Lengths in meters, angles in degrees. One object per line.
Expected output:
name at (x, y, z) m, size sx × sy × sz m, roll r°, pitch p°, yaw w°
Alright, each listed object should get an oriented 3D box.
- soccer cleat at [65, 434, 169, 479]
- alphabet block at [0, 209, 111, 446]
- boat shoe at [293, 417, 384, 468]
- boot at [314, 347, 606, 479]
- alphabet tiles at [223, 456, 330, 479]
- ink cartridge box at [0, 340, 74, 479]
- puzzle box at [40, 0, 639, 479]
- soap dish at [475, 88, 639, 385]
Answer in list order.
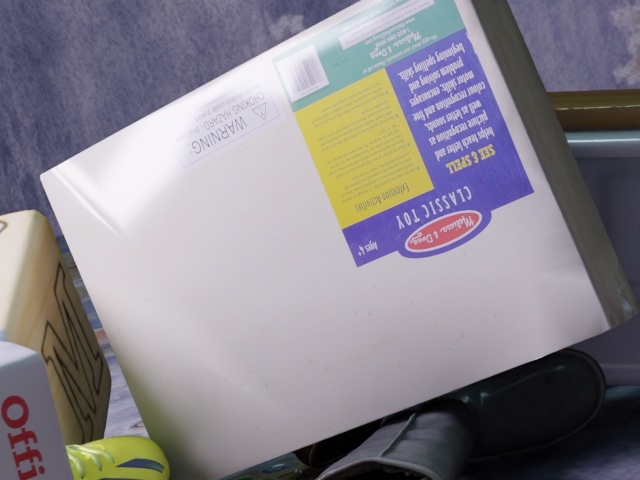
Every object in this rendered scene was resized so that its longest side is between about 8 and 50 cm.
soccer cleat at (-0.200, 0.182, 1.338) m, size 0.093 × 0.121 × 0.289 m, roll -13°, pitch 10°, yaw 33°
alphabet block at (-0.287, 0.118, 1.523) m, size 0.192 × 0.193 × 0.197 m, roll -11°, pitch 31°, yaw 8°
boat shoe at (0.065, 0.115, 1.498) m, size 0.207 × 0.073 × 0.073 m, roll -36°, pitch -27°, yaw -25°
boot at (0.095, 0.137, 1.319) m, size 0.189 × 0.076 × 0.208 m, roll -24°, pitch -5°, yaw 16°
alphabet tiles at (-0.057, 0.204, 1.397) m, size 0.198 × 0.009 × 0.237 m, roll -17°, pitch 8°, yaw -25°
ink cartridge box at (-0.279, 0.193, 1.105) m, size 0.283 × 0.207 × 0.117 m, roll -18°, pitch 10°, yaw -30°
puzzle box at (0.000, 0.000, 1.373) m, size 0.409 × 0.272 × 0.052 m, roll -24°, pitch -3°, yaw 35°
soap dish at (0.224, -0.006, 1.411) m, size 0.291 × 0.229 × 0.118 m, roll -2°, pitch 29°, yaw 9°
